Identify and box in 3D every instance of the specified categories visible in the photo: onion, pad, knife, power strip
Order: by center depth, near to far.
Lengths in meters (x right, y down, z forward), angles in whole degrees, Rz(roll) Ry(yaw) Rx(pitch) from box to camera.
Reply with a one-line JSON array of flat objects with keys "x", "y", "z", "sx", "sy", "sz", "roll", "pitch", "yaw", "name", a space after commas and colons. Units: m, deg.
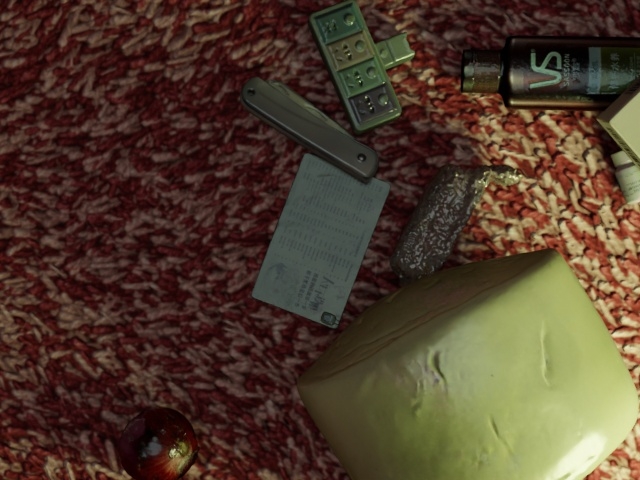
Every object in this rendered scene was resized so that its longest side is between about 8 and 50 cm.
[{"x": -0.263, "y": 0.335, "z": 1.722, "sx": 0.131, "sy": 0.131, "sz": 0.131, "roll": 0, "pitch": 88, "yaw": 3, "name": "onion"}, {"x": 0.083, "y": -0.299, "z": 1.763, "sx": 0.145, "sy": 0.061, "sz": 0.215, "roll": -21, "pitch": 87, "yaw": -5, "name": "power strip"}, {"x": -0.017, "y": -0.190, "z": 1.767, "sx": 0.266, "sy": 0.040, "sz": 0.073, "roll": 34, "pitch": 79, "yaw": 4, "name": "knife"}, {"x": 0.000, "y": 0.000, "z": 1.774, "sx": 0.160, "sy": 0.009, "sz": 0.265, "roll": 20, "pitch": 89, "yaw": 4, "name": "pad"}]

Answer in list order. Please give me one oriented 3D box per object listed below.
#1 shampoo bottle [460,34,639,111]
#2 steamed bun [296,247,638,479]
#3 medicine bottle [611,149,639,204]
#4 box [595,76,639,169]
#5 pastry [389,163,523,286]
[{"x": 0.394, "y": -0.275, "z": 1.726, "sx": 0.323, "sy": 0.084, "sz": 0.129, "roll": 3, "pitch": 86, "yaw": 4, "name": "shampoo bottle"}, {"x": 0.226, "y": 0.232, "z": 1.582, "sx": 0.456, "sy": 0.290, "sz": 0.371, "roll": -31, "pitch": 98, "yaw": 4, "name": "steamed bun"}, {"x": 0.511, "y": -0.106, "z": 1.727, "sx": 0.052, "sy": 0.052, "sz": 0.089, "roll": -20, "pitch": 87, "yaw": 2, "name": "medicine bottle"}, {"x": 0.631, "y": -0.137, "z": 1.674, "sx": 0.214, "sy": 0.069, "sz": 0.353, "roll": -44, "pitch": 104, "yaw": 1, "name": "box"}, {"x": 0.201, "y": -0.039, "z": 1.717, "sx": 0.112, "sy": 0.103, "sz": 0.265, "roll": 40, "pitch": 87, "yaw": -3, "name": "pastry"}]
